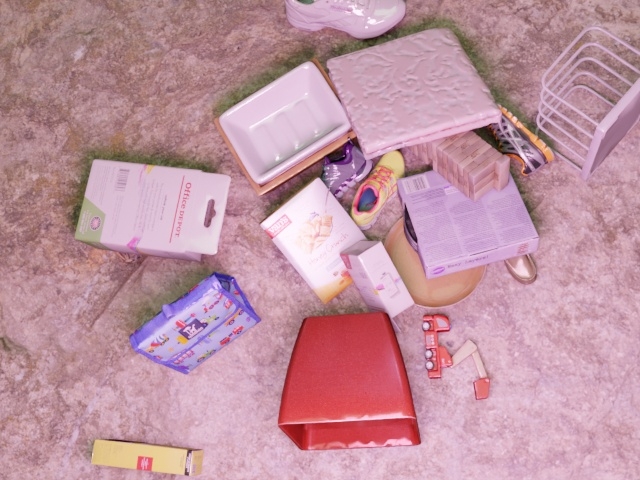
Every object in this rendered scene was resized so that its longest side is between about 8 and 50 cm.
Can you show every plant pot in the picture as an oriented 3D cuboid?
[{"bbox_3d":[0.260,0.040,1.732,0.236,0.032,0.237,-2,75,8],"label":"plant pot"},{"bbox_3d":[0.066,0.294,1.599,0.267,0.267,0.236,-5,63,8],"label":"plant pot"}]

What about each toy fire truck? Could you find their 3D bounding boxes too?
[{"bbox_3d":[0.296,0.254,1.666,0.135,0.047,0.192,-5,75,7],"label":"toy fire truck"}]

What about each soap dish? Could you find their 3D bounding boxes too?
[{"bbox_3d":[-0.075,-0.265,1.814,0.290,0.118,0.229,-32,74,0],"label":"soap dish"}]

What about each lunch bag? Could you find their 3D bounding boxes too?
[{"bbox_3d":[-0.283,0.165,1.652,0.221,0.293,0.138,-36,74,0],"label":"lunch bag"}]

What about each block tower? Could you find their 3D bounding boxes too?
[{"bbox_3d":[0.270,-0.221,1.705,0.097,0.091,0.335,-36,56,-16],"label":"block tower"}]

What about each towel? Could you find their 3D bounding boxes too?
[{"bbox_3d":[0.202,-0.340,1.715,0.316,0.053,0.332,-17,51,-1],"label":"towel"}]

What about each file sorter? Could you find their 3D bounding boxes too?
[{"bbox_3d":[0.583,-0.295,1.638,0.173,0.278,0.193,41,86,20],"label":"file sorter"}]

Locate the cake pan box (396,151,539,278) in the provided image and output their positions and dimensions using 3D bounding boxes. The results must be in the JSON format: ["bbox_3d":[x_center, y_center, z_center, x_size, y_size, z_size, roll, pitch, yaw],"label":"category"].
[{"bbox_3d":[0.316,-0.056,1.683,0.266,0.070,0.246,-16,56,-1],"label":"cake pan box"}]

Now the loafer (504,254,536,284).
[{"bbox_3d":[0.432,0.032,1.696,0.056,0.050,0.148,-31,72,3],"label":"loafer"}]

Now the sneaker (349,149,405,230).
[{"bbox_3d":[0.134,-0.124,1.759,0.081,0.094,0.209,25,80,16],"label":"sneaker"}]

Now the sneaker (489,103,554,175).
[{"bbox_3d":[0.435,-0.238,1.748,0.083,0.084,0.215,-47,69,12],"label":"sneaker"}]

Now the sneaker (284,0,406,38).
[{"bbox_3d":[0.055,-0.574,1.851,0.304,0.152,0.114,3,75,8],"label":"sneaker"}]

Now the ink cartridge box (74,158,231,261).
[{"bbox_3d":[-0.381,-0.067,1.814,0.353,0.119,0.207,7,77,12],"label":"ink cartridge box"}]

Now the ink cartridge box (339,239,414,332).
[{"bbox_3d":[0.132,0.100,1.670,0.067,0.115,0.198,-32,102,-16],"label":"ink cartridge box"}]

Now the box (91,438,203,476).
[{"bbox_3d":[-0.386,0.484,1.700,0.232,0.087,0.058,5,78,9],"label":"box"}]

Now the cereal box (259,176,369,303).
[{"bbox_3d":[0.000,0.000,1.724,0.173,0.047,0.240,-40,102,-1],"label":"cereal box"}]

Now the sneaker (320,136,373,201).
[{"bbox_3d":[0.014,-0.138,1.766,0.223,0.083,0.098,-44,110,1],"label":"sneaker"}]
